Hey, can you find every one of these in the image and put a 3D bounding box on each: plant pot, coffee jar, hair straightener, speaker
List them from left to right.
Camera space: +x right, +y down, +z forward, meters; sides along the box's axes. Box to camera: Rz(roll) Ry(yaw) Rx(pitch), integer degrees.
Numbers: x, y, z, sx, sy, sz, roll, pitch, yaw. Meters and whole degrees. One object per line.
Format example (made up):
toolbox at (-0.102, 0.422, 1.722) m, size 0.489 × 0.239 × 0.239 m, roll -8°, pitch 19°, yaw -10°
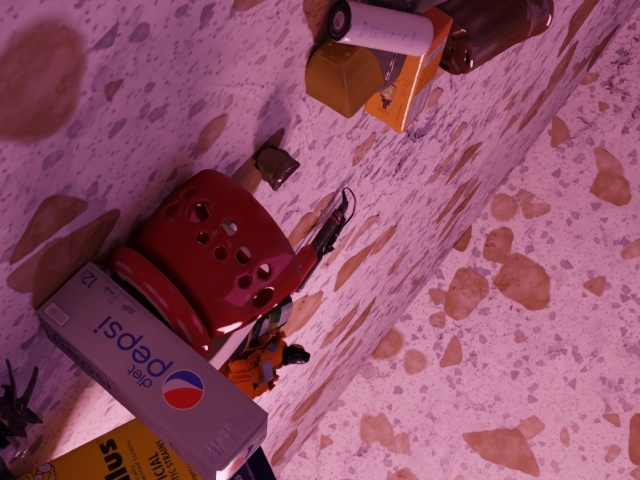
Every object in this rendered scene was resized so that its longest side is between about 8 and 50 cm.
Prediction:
plant pot at (-0.146, 0.037, 1.343) m, size 0.174 × 0.191 × 0.191 m, roll -44°, pitch 164°, yaw -21°
coffee jar at (-0.129, 0.128, 1.814) m, size 0.184 × 0.096 × 0.079 m, roll -29°, pitch 145°, yaw -57°
hair straightener at (0.000, 0.000, 2.044) m, size 0.230 × 0.047 × 0.089 m, roll -60°, pitch 165°, yaw 14°
plant pot at (0.029, -0.232, 1.472) m, size 0.081 × 0.081 × 0.083 m, roll -47°, pitch 153°, yaw -19°
speaker at (0.080, -0.276, 1.429) m, size 0.136 × 0.055 × 0.055 m, roll 3°, pitch 131°, yaw -33°
plant pot at (0.249, -0.355, 1.727) m, size 0.165 × 0.167 × 0.167 m, roll -37°, pitch 162°, yaw -21°

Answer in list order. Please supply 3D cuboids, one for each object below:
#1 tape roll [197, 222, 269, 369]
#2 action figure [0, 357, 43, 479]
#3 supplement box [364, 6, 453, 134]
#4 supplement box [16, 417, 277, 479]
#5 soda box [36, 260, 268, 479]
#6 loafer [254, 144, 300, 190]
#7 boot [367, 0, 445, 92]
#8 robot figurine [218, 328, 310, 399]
tape roll at (-0.189, 0.114, 1.583) m, size 0.286 × 0.100 × 0.286 m, roll -48°, pitch 166°, yaw -16°
action figure at (-0.394, 0.275, 1.247) m, size 0.275 × 0.141 × 0.164 m, roll -52°, pitch 155°, yaw 5°
supplement box at (0.135, -0.270, 1.712) m, size 0.080 × 0.078 × 0.233 m, roll -48°, pitch 166°, yaw -28°
supplement box at (-0.254, 0.370, 1.556) m, size 0.356 × 0.194 × 0.195 m, roll -27°, pitch 165°, yaw 1°
soda box at (-0.194, 0.157, 1.277) m, size 0.091 × 0.286 × 0.098 m, roll -46°, pitch 166°, yaw -21°
loafer at (-0.062, -0.107, 1.548) m, size 0.056 × 0.050 × 0.148 m, roll -47°, pitch -179°, yaw -7°
boot at (0.124, -0.298, 1.536) m, size 0.190 × 0.076 × 0.208 m, roll -11°, pitch 144°, yaw -15°
robot figurine at (-0.138, 0.216, 1.888) m, size 0.211 × 0.085 × 0.291 m, roll -11°, pitch -173°, yaw 15°
